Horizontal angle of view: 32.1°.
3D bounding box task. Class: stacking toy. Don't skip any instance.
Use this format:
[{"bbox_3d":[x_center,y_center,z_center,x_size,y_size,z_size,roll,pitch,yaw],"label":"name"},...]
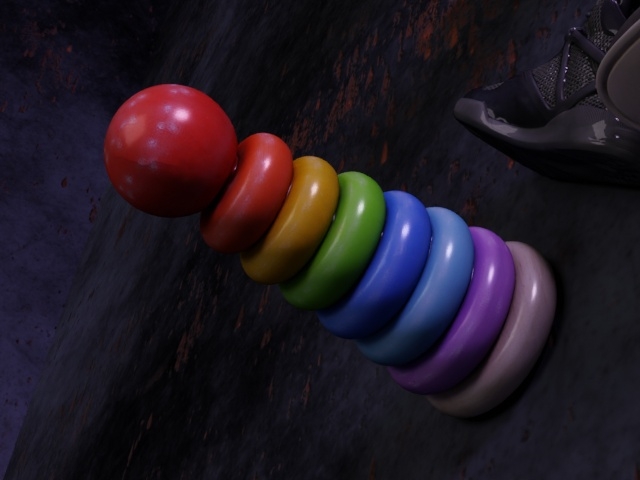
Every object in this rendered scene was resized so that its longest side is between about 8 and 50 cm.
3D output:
[{"bbox_3d":[0.000,0.000,0.779,0.141,0.330,0.141,-50,23,30],"label":"stacking toy"}]

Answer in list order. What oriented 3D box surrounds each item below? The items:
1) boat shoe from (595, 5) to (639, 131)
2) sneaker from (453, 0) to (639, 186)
[{"bbox_3d":[0.302,-0.155,0.601,0.335,0.112,0.095,-30,19,47],"label":"boat shoe"},{"bbox_3d":[0.192,-0.115,0.833,0.130,0.087,0.227,-61,22,-6],"label":"sneaker"}]
